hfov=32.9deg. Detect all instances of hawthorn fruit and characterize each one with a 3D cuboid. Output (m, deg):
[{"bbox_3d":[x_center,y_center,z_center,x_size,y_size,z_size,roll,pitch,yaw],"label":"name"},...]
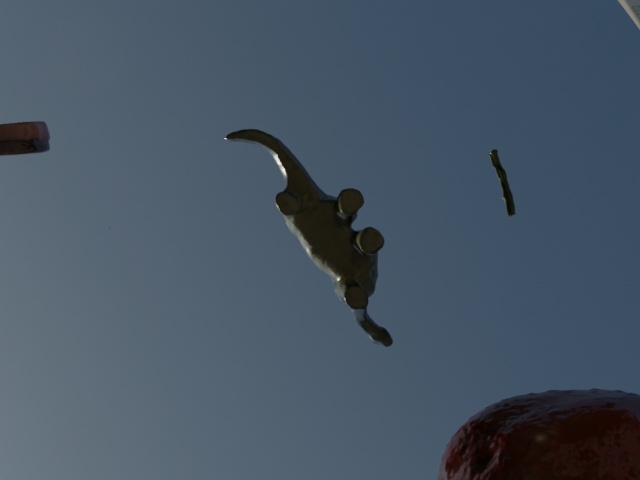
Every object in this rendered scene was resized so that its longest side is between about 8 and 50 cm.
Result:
[{"bbox_3d":[0.234,0.232,0.841,0.300,0.254,0.254,-13,-87,5],"label":"hawthorn fruit"}]

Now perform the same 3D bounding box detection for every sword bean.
[{"bbox_3d":[0.184,-0.058,1.092,0.012,0.012,0.083,-3,-124,-11],"label":"sword bean"}]

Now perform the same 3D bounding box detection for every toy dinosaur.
[{"bbox_3d":[0.000,0.000,1.028,0.075,0.188,0.247,-41,-92,-11],"label":"toy dinosaur"}]

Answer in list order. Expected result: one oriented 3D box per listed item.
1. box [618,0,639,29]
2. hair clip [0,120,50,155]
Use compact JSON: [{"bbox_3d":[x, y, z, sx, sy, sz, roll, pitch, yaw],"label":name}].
[{"bbox_3d":[0.224,-0.251,0.742,0.062,0.175,0.260,-47,-72,-7],"label":"box"},{"bbox_3d":[-0.249,-0.052,0.652,0.123,0.138,0.102,-7,-120,28],"label":"hair clip"}]
